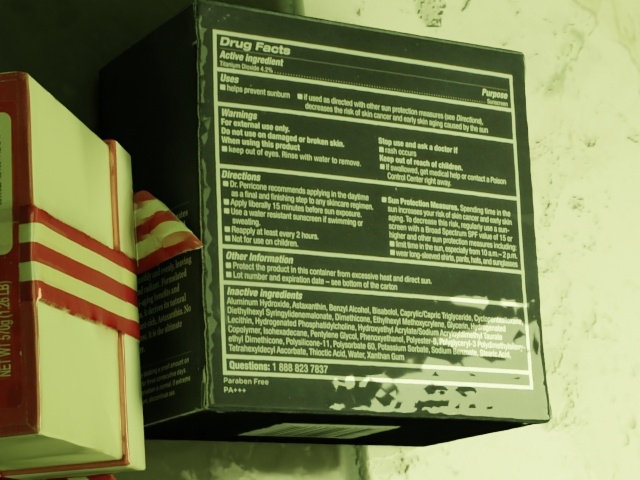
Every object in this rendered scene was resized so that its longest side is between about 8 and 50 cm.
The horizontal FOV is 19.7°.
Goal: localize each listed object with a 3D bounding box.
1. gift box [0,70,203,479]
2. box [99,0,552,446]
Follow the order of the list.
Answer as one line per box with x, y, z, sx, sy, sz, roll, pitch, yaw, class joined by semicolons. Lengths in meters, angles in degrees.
-0.227;0.048;1.176;0.276;0.258;0.255;-1;79;8;gift box
0.000;0.000;1.391;0.296;0.183;0.294;6;75;-30;box
